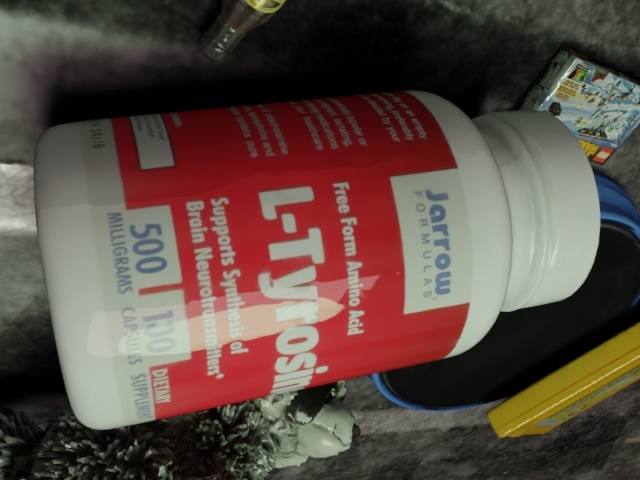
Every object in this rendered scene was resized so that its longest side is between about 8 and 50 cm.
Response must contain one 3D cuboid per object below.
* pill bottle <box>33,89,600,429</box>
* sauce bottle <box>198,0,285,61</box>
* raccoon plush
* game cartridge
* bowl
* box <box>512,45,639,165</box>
[{"bbox_3d":[0.000,0.000,0.580,0.408,0.229,0.229,-9,137,-16],"label":"pill bottle"},{"bbox_3d":[-0.040,-0.183,0.508,0.042,0.042,0.128,20,123,-38],"label":"sauce bottle"},{"bbox_3d":[-0.179,0.150,0.758,0.447,0.299,0.216,28,141,-6],"label":"raccoon plush"},{"bbox_3d":[0.403,0.202,1.044,0.285,0.052,0.324,-36,157,14],"label":"game cartridge"},{"bbox_3d":[0.224,0.079,0.882,0.391,0.077,0.391,-13,138,-12],"label":"bowl"},{"bbox_3d":[0.262,-0.130,0.711,0.137,0.027,0.094,10,128,-32],"label":"box"}]
